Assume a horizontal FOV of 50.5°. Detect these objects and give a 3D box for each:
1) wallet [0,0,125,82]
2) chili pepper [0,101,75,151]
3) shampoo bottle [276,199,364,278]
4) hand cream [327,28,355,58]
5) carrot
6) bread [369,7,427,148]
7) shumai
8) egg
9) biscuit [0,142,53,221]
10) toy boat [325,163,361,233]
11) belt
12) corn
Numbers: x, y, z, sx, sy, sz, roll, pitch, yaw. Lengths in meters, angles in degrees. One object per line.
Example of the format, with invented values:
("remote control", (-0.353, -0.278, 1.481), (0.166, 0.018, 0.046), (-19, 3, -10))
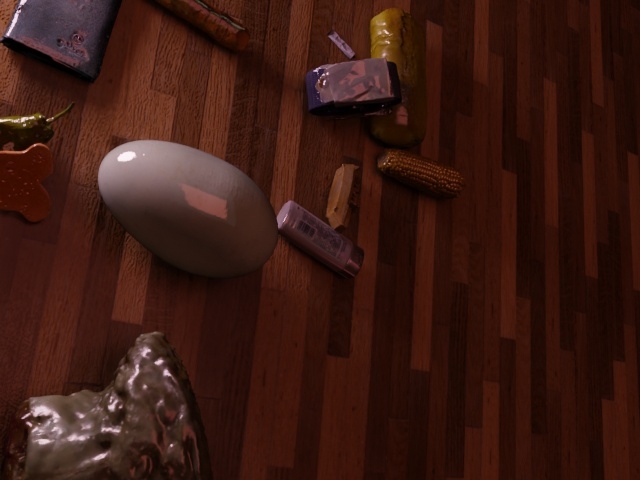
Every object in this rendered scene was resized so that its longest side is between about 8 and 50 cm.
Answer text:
("wallet", (-0.494, -0.521, 1.379), (0.190, 0.046, 0.379), (20, 69, -27))
("chili pepper", (-0.552, -0.198, 1.253), (0.204, 0.073, 0.072), (-20, 108, -24))
("shampoo bottle", (0.000, 0.000, 1.576), (0.227, 0.056, 0.086), (33, 57, -23))
("hand cream", (0.056, -0.506, 1.757), (0.093, 0.019, 0.030), (44, 61, -9))
("carrot", (-0.277, -0.506, 1.508), (0.260, 0.070, 0.070), (26, 66, -25))
("bread", (0.213, -0.429, 1.781), (0.166, 0.112, 0.384), (11, 73, -30))
("shumai", (-0.353, 0.373, 1.137), (0.323, 0.324, 0.397), (-11, 80, -20))
("egg", (-0.253, -0.063, 1.322), (0.371, 0.230, 0.230), (30, 64, -18))
("biscuit", (-0.603, -0.116, 1.195), (0.250, 0.036, 0.165), (3, 104, -32))
("toy boat", (0.063, -0.104, 1.622), (0.072, 0.064, 0.206), (32, 49, -20))
("belt", (0.081, -0.358, 1.644), (0.230, 0.139, 0.126), (-7, 86, -6))
("corn", (0.266, -0.175, 1.772), (0.260, 0.091, 0.091), (15, 74, -25))
